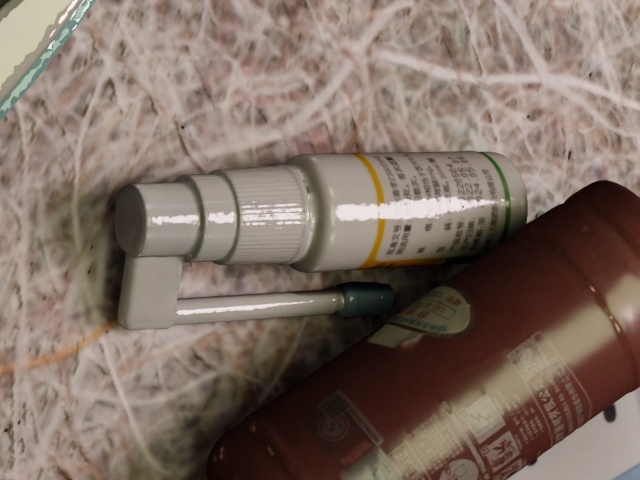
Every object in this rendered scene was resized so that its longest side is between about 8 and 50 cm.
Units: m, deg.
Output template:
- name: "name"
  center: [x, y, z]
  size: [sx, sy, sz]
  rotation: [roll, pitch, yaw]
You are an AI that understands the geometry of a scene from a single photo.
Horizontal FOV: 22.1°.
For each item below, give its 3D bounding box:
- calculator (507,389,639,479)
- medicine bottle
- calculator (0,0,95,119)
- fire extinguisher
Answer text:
- name: "calculator"
  center: [0.134, 0.108, 0.939]
  size: [0.121, 0.039, 0.210]
  rotation: [-21, 104, -28]
- name: "medicine bottle"
  center: [0.000, 0.000, 0.840]
  size: [0.220, 0.061, 0.092]
  rotation: [-2, 113, -31]
- name: "calculator"
  center: [-0.261, -0.102, 0.672]
  size: [0.386, 0.054, 0.256]
  rotation: [-47, 115, -20]
- name: "fire extinguisher"
  center: [0.027, 0.091, 0.806]
  size: [0.344, 0.102, 0.138]
  rotation: [-33, 142, -10]
